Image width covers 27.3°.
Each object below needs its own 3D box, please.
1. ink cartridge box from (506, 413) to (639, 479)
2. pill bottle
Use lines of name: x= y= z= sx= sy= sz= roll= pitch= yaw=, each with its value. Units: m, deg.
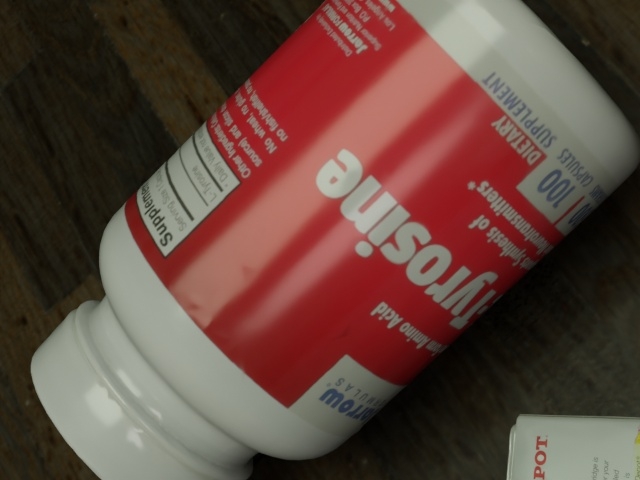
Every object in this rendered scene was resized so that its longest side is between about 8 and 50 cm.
ink cartridge box: x=0.207 y=0.177 z=0.813 sx=0.175 sy=0.072 sz=0.127 roll=-2 pitch=70 yaw=30
pill bottle: x=0.000 y=0.000 z=0.912 sx=0.408 sy=0.229 sz=0.229 roll=-44 pitch=55 yaw=9
